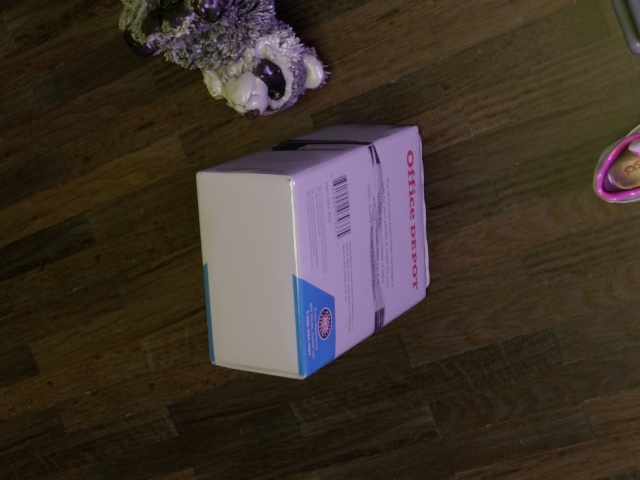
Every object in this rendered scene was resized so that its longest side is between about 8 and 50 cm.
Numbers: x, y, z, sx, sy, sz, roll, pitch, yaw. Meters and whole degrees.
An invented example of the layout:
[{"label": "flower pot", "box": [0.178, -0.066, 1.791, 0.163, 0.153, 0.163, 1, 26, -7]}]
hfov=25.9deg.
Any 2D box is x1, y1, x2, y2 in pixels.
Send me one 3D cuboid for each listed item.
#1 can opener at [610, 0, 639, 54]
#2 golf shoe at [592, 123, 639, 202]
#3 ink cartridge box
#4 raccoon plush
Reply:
[{"label": "can opener", "box": [0.386, -0.381, 1.869, 0.074, 0.093, 0.280, 120, 131, -70]}, {"label": "golf shoe", "box": [0.497, -0.141, 1.882, 0.306, 0.140, 0.115, -40, 83, 29]}, {"label": "ink cartridge box", "box": [0.000, 0.000, 2.039, 0.166, 0.395, 0.285, 5, 106, 29]}, {"label": "raccoon plush", "box": [-0.116, -0.404, 2.153, 0.216, 0.299, 0.446, -3, 71, 44]}]
